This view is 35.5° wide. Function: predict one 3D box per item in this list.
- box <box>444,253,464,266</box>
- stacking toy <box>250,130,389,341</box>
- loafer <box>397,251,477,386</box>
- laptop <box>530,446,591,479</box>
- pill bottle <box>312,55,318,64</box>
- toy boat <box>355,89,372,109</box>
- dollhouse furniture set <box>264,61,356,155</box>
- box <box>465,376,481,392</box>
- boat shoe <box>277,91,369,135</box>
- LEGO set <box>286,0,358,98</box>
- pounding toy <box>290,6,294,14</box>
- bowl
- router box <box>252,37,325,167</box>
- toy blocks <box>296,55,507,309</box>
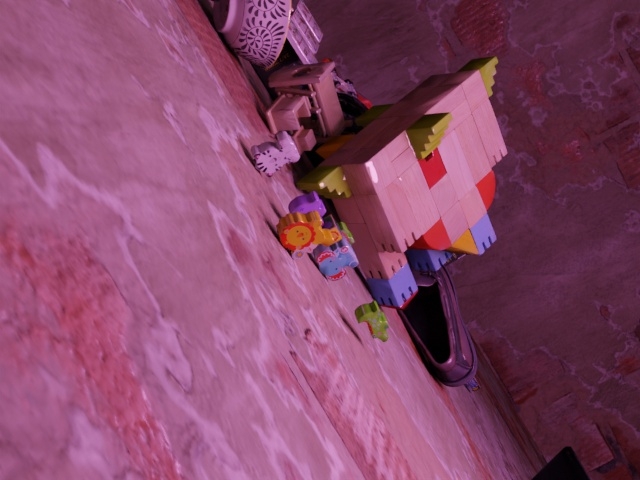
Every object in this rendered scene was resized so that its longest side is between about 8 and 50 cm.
[{"bbox_3d":[0.197,-0.048,1.994,0.270,0.216,0.060,52,11,-40],"label":"box"},{"bbox_3d":[0.000,0.000,1.127,0.221,0.052,0.167,56,10,-41],"label":"stacking toy"},{"bbox_3d":[0.178,0.103,1.710,0.095,0.109,0.303,39,23,-58],"label":"loafer"},{"bbox_3d":[0.489,0.550,1.870,0.264,0.136,0.234,50,12,-52],"label":"laptop"},{"bbox_3d":[-0.041,-0.356,2.127,0.087,0.087,0.160,52,10,-44],"label":"pill bottle"},{"bbox_3d":[0.105,-0.226,2.149,0.151,0.151,0.231,45,-27,42],"label":"toy boat"},{"bbox_3d":[-0.030,-0.153,1.530,0.161,0.101,0.182,-55,136,-46],"label":"dollhouse furniture set"},{"bbox_3d":[0.302,0.260,2.201,0.137,0.027,0.094,64,7,34],"label":"box"},{"bbox_3d":[0.006,-0.216,1.636,0.183,0.065,0.083,29,-36,20],"label":"boat shoe"},{"bbox_3d":[0.002,-0.288,1.754,0.244,0.060,0.182,55,22,-21],"label":"LEGO set"},{"bbox_3d":[-0.154,-0.482,1.887,0.181,0.094,0.206,50,2,-29],"label":"pounding toy"},{"bbox_3d":[-0.114,-0.350,1.515,0.080,0.170,0.170,2,42,-26],"label":"bowl"},{"bbox_3d":[-0.026,-0.263,1.876,0.243,0.081,0.309,58,7,-10],"label":"router box"},{"bbox_3d":[0.164,-0.071,1.495,0.190,0.381,0.261,2,-56,47],"label":"toy blocks"}]
